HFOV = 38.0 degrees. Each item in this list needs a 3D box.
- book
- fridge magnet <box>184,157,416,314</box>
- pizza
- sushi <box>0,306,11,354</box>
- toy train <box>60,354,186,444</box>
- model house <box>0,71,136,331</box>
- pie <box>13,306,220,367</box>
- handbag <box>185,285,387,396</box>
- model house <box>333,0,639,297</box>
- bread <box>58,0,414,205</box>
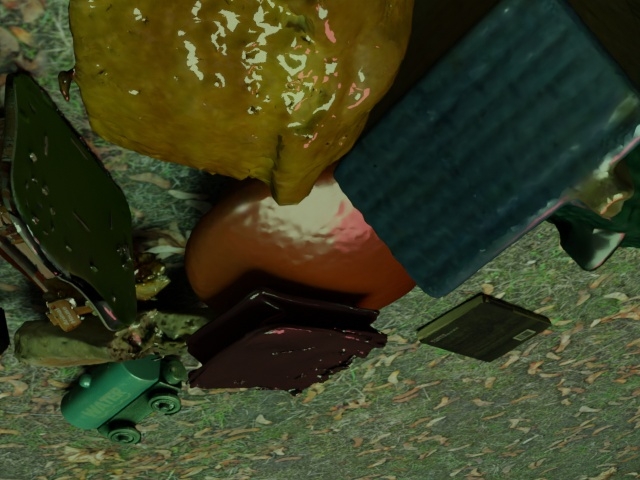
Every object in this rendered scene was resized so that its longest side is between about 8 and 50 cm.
[{"bbox_3d":[0.306,0.167,1.729,0.228,0.024,0.160,20,135,-42],"label":"book"},{"bbox_3d":[0.000,0.000,1.224,0.363,0.155,0.364,-9,148,-6],"label":"fridge magnet"},{"bbox_3d":[-0.278,0.048,1.266,0.193,0.069,0.154,-19,160,34],"label":"pizza"},{"bbox_3d":[-0.522,0.120,1.240,0.172,0.153,0.150,-17,146,-11],"label":"sushi"},{"bbox_3d":[-0.340,0.262,1.591,0.159,0.101,0.248,27,131,-29],"label":"toy train"},{"bbox_3d":[-0.332,-0.018,1.031,0.153,0.207,0.294,-13,148,7],"label":"model house"},{"bbox_3d":[-0.286,0.140,1.343,0.337,0.075,0.337,-5,175,-1],"label":"pie"},{"bbox_3d":[-0.048,0.135,1.214,0.216,0.074,0.203,9,148,-35],"label":"handbag"},{"bbox_3d":[0.219,-0.111,0.950,0.382,0.343,0.334,12,140,-35],"label":"model house"},{"bbox_3d":[-0.039,-0.226,0.653,0.215,0.398,0.398,6,146,-5],"label":"bread"}]
